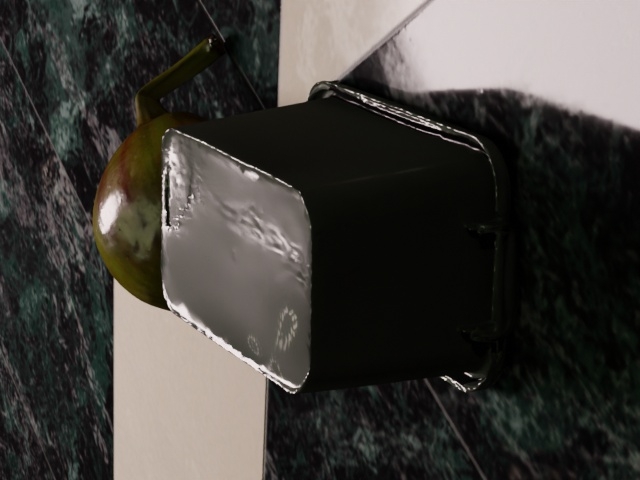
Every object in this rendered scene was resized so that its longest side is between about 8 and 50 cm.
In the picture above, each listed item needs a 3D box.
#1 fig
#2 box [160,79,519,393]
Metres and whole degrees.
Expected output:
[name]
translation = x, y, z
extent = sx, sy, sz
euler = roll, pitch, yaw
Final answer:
[fig]
translation = -0.105, -0.041, 1.225
extent = 0.148, 0.142, 0.186
euler = -48, 66, 26
[box]
translation = 0.000, 0.000, 1.055
extent = 0.243, 0.135, 0.163
euler = 30, 124, 56
